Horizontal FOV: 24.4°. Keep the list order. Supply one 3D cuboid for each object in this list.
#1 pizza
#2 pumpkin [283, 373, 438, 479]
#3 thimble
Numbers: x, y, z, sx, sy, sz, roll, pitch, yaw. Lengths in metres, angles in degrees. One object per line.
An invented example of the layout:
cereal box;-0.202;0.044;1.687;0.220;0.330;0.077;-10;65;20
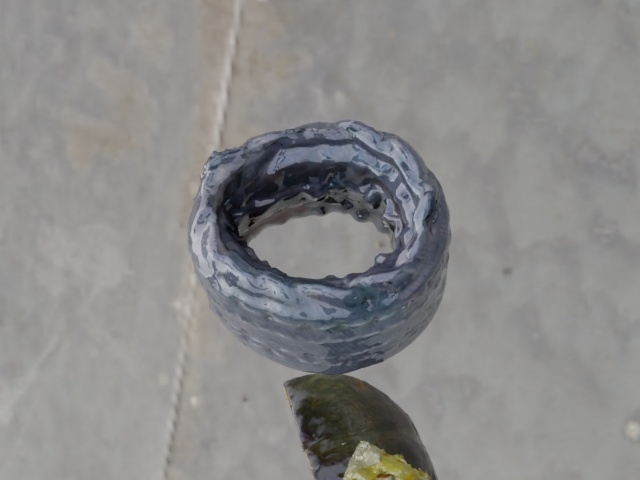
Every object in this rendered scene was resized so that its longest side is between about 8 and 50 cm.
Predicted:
pizza;0.039;0.214;1.294;0.108;0.123;0.026;-109;-5;-48
pumpkin;0.070;0.290;1.527;0.169;0.148;0.312;-129;20;-65
thimble;0.000;0.000;1.337;0.236;0.172;0.205;14;67;11
